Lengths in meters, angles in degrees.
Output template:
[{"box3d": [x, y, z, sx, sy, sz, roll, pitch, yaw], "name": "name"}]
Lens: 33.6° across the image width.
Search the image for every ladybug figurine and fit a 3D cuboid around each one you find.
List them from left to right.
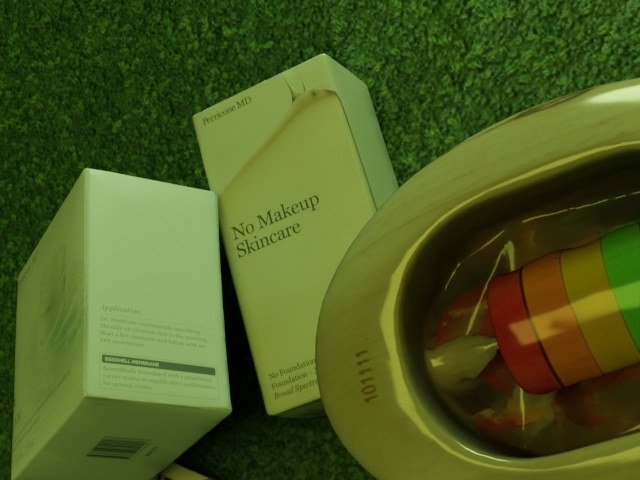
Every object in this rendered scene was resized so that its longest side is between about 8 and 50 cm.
[{"box3d": [0.215, 0.050, 0.764, 0.449, 0.162, 0.305, -18, 73, 24], "name": "ladybug figurine"}]

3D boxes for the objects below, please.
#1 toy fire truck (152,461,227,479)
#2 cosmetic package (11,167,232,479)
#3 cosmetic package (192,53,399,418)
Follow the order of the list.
[{"box3d": [-0.179, 0.269, 1.082, 0.192, 0.047, 0.135, 32, 93, 28], "name": "toy fire truck"}, {"box3d": [-0.196, 0.090, 1.000, 0.224, 0.138, 0.224, -45, 42, 47], "name": "cosmetic package"}, {"box3d": [0.000, 0.000, 1.017, 0.160, 0.113, 0.309, -24, 71, 20], "name": "cosmetic package"}]
